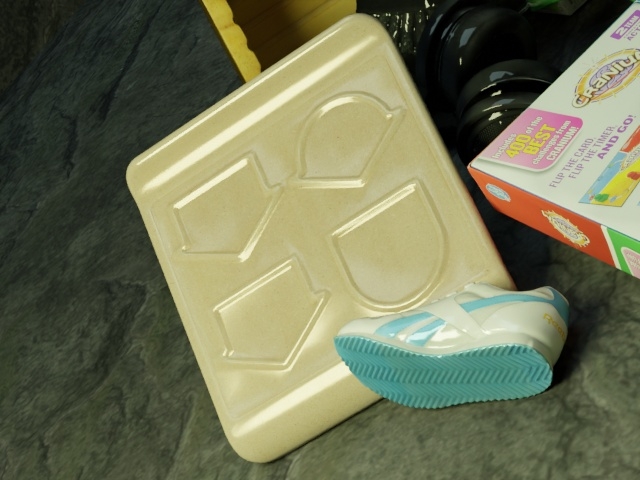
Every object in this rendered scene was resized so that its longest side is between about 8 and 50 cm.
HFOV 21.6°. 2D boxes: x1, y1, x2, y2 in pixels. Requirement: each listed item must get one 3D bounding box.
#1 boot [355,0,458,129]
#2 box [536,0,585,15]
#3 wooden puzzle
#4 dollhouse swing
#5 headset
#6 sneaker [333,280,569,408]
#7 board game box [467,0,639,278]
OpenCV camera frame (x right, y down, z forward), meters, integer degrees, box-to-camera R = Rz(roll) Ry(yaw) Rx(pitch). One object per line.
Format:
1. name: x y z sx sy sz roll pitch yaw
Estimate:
1. boot: 0.054 -0.248 1.946 0.348 0.260 0.131 -13 19 32
2. box: 0.264 -0.355 2.061 0.103 0.114 0.203 -43 23 -10
3. wooden puzzle: 0.000 0.000 1.652 0.322 0.080 0.348 -32 68 17
4. dollhouse swing: -0.007 -0.347 2.186 0.305 0.347 0.315 -28 23 -2
5. headset: 0.190 -0.136 1.746 0.394 0.185 0.243 -30 43 4
6. sneaker: 0.117 0.090 1.499 0.229 0.087 0.092 -3 41 35
7. board game box: 0.314 -0.082 1.464 0.242 0.064 0.316 -44 35 -11
